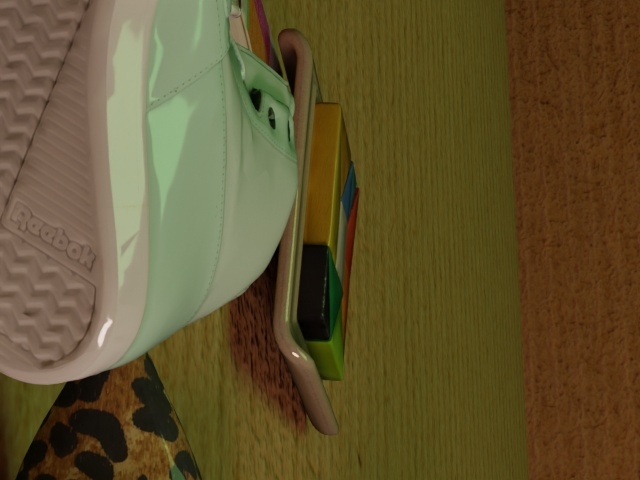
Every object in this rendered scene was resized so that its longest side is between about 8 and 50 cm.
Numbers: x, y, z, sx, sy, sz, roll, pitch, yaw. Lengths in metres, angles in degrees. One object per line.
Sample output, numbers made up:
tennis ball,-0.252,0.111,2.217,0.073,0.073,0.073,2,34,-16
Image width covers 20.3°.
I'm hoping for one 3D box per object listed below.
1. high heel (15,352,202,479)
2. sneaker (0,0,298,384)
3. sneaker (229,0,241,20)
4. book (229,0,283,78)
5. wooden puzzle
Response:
high heel,-0.097,0.158,0.671,0.186,0.093,0.261,42,52,-82
sneaker,-0.061,-0.088,0.625,0.151,0.094,0.256,-16,113,-66
sneaker,-0.086,-0.152,0.962,0.166,0.065,0.076,0,81,-80
book,-0.050,-0.130,1.190,0.144,0.035,0.096,74,15,-47
wooden puzzle,0.000,0.000,1.262,0.221,0.044,0.239,73,16,-70
